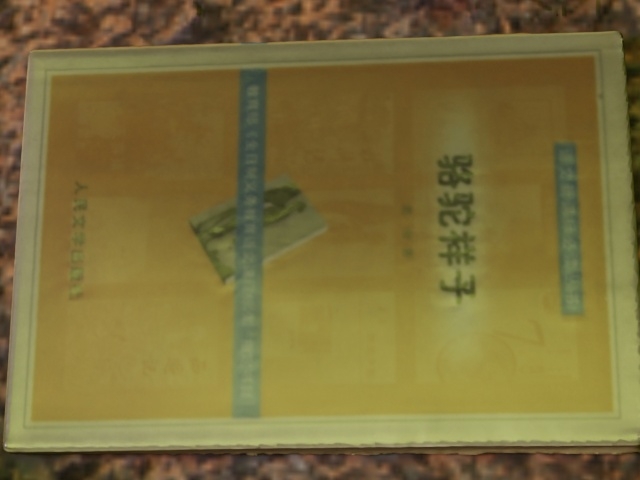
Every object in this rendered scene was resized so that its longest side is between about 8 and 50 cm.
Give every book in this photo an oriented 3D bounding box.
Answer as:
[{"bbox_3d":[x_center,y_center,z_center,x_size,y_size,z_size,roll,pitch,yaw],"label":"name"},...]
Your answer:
[{"bbox_3d":[0.000,0.000,0.626,0.241,0.018,0.170,-2,71,5],"label":"book"}]
